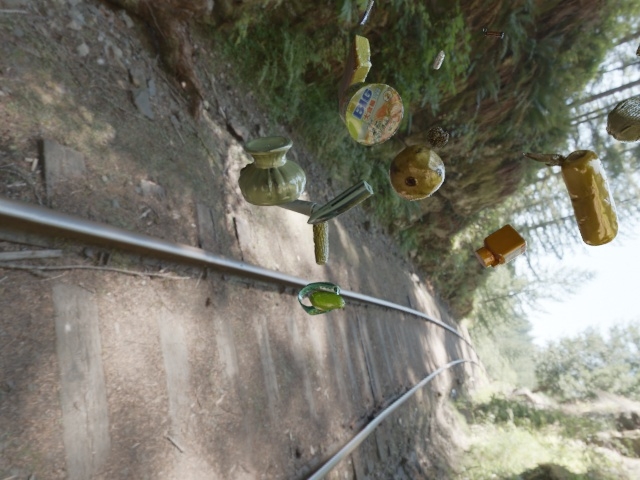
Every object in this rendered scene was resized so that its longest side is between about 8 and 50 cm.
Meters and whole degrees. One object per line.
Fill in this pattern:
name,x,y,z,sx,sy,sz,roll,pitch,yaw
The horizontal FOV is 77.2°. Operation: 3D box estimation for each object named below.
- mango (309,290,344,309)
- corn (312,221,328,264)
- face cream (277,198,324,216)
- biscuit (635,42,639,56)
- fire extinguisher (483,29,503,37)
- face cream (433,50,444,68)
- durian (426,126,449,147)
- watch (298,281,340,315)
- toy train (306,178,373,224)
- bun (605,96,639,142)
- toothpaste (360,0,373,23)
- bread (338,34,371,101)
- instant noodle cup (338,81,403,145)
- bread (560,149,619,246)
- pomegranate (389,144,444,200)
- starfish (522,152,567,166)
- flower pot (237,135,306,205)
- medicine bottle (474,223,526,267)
mango,0.029,0.279,1.826,0.074,0.164,0.091,89,17,-52
corn,0.000,0.000,2.117,0.086,0.086,0.289,50,32,-51
face cream,-0.104,-0.194,2.360,0.143,0.314,0.089,-36,131,-44
biscuit,0.913,-0.520,1.064,0.082,0.168,0.071,35,-52,52
fire extinguisher,0.726,-0.872,1.688,0.022,0.083,0.028,-44,147,-49
face cream,0.531,-0.809,1.796,0.130,0.034,0.034,-2,75,-84
durian,0.446,-0.394,1.521,0.091,0.080,0.080,143,-65,-66
watch,-0.004,0.315,2.211,0.195,0.236,0.068,-96,170,-46
toy train,0.056,-0.106,1.313,0.055,0.251,0.048,27,38,-47
bun,0.977,-0.362,1.243,0.167,0.172,0.114,-85,167,-45
toothpaste,0.169,-0.833,1.465,0.015,0.083,0.024,41,42,18
bread,0.143,-0.703,1.738,0.361,0.077,0.139,119,-30,-74
instant noodle cup,0.156,-0.437,1.358,0.205,0.204,0.153,61,-1,-33
bread,0.848,-0.133,1.251,0.142,0.091,0.305,-34,105,-30
pomegranate,0.482,-0.340,2.030,0.281,0.281,0.282,-17,90,-73
starfish,0.864,-0.293,1.469,0.240,0.227,0.043,-14,123,-75
flower pot,-0.220,-0.318,1.771,0.307,0.307,0.244,-76,166,-59
medicine bottle,0.912,0.039,2.046,0.112,0.222,0.149,51,9,-52
